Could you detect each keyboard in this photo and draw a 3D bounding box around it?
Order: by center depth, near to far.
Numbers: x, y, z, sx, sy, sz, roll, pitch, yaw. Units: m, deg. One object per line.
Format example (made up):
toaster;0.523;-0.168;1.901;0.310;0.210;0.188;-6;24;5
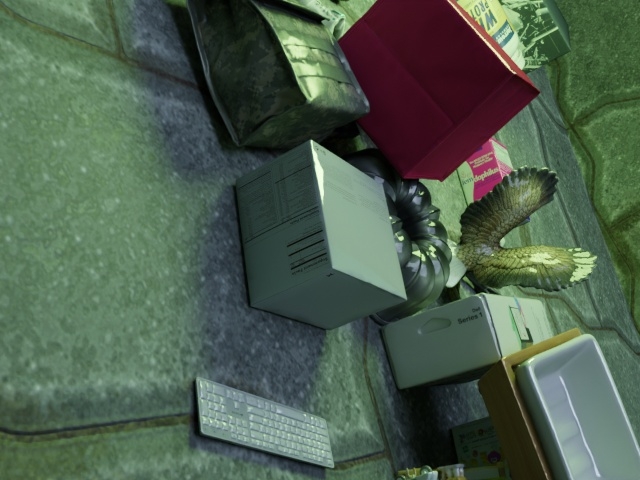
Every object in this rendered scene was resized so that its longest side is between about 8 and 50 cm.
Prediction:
keyboard;-0.066;0.237;1.020;0.256;0.014;0.072;31;43;-45

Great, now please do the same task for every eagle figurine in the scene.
eagle figurine;0.364;0.007;1.604;0.226;0.298;0.225;46;34;-30

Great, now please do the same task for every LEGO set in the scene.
LEGO set;0.227;0.406;1.246;0.287;0.132;0.107;9;65;-37

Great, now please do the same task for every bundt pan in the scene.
bundt pan;0.126;-0.021;1.421;0.331;0.124;0.331;40;37;-38

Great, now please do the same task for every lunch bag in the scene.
lunch bag;-0.076;-0.300;1.266;0.235;0.169;0.287;-8;70;-64

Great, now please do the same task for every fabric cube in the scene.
fabric cube;0.192;-0.282;1.422;0.258;0.259;0.254;52;20;13

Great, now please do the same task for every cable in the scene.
cable;0.398;0.115;1.810;0.287;0.072;0.139;58;24;-12

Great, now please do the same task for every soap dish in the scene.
soap dish;0.380;0.302;1.247;0.229;0.118;0.291;-11;78;-42

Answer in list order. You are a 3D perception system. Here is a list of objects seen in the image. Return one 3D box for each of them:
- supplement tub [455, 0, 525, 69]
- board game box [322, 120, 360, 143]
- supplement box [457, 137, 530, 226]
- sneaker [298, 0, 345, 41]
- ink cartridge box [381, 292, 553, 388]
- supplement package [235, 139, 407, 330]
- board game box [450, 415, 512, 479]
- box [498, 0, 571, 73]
supplement tub;0.397;-0.568;2.176;0.316;0.228;0.228;52;31;-21
board game box;-0.007;-0.253;1.460;0.170;0.048;0.141;-7;73;-60
supplement box;0.429;-0.137;2.015;0.114;0.111;0.220;21;50;-51
sneaker;0.003;-0.434;1.568;0.080;0.094;0.212;5;63;-56
ink cartridge box;0.269;0.180;1.413;0.278;0.201;0.117;11;61;-55
supplement package;0.000;0.000;1.169;0.194;0.149;0.203;25;48;-49
board game box;0.348;0.452;1.394;0.142;0.144;0.275;28;46;-48
box;0.517;-0.655;2.352;0.343;0.312;0.179;48;33;-26
